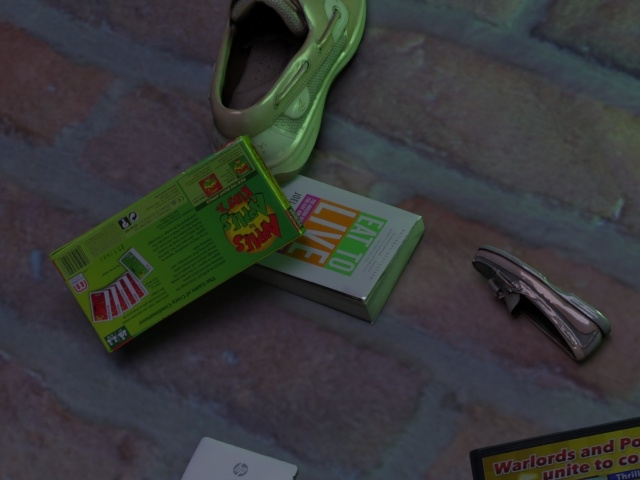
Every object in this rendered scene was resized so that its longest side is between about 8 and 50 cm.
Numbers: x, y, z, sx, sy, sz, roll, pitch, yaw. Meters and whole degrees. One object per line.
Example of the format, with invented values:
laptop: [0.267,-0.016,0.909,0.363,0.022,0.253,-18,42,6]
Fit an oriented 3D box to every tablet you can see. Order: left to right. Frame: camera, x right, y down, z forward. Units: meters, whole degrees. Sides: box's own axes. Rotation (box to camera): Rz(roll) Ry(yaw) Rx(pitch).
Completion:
tablet: [-0.064,0.183,1.363,0.083,0.006,0.054,15,61,21]

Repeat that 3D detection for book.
book: [0.000,0.000,1.459,0.144,0.035,0.096,19,61,26]

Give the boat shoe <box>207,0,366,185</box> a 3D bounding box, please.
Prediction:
boat shoe: [-0.031,-0.185,1.538,0.109,0.098,0.302,4,51,16]

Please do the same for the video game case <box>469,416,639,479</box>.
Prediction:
video game case: [0.247,0.222,1.165,0.275,0.035,0.248,-12,51,9]

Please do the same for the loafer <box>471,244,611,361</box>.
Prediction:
loafer: [0.164,0.048,1.383,0.125,0.045,0.039,33,75,26]

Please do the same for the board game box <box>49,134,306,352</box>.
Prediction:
board game box: [-0.113,0.002,1.422,0.181,0.043,0.092,-31,93,7]
